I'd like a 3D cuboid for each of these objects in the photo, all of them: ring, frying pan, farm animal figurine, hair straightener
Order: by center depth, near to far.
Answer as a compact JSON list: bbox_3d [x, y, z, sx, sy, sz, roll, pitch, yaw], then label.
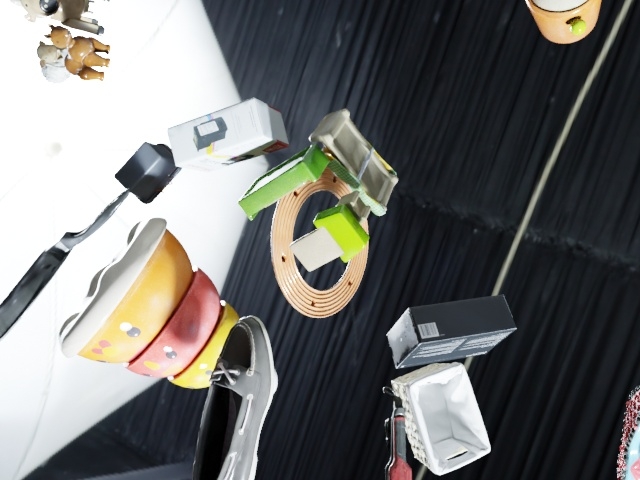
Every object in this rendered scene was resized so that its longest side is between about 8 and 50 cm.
[{"bbox_3d":[-0.436,0.047,1.056,0.053,0.326,0.197,38,-142,-19],"label":"frying pan"},{"bbox_3d":[0.124,0.373,1.155,0.047,0.230,0.089,-2,164,-8],"label":"hair straightener"},{"bbox_3d":[-0.476,-0.467,1.221,0.172,0.330,0.327,7,-176,-29],"label":"farm animal figurine"},{"bbox_3d":[0.000,0.000,1.445,0.032,0.337,0.336,1,171,39],"label":"ring"}]

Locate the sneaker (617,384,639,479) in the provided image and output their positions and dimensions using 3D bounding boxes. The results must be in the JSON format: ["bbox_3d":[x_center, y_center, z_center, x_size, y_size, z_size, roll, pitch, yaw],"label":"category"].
[{"bbox_3d":[0.663,0.394,1.301,0.125,0.262,0.104,5,-155,15],"label":"sneaker"}]

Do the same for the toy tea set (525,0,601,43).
[{"bbox_3d":[0.281,-0.407,0.882,0.336,0.200,0.124,41,-177,28],"label":"toy tea set"}]

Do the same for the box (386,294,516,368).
[{"bbox_3d":[0.322,0.229,1.655,0.261,0.103,0.184,-6,150,-17],"label":"box"}]

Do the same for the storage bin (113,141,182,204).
[{"bbox_3d":[-0.378,-0.149,1.449,0.098,0.135,0.091,45,-175,11],"label":"storage bin"}]

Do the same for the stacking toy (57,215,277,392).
[{"bbox_3d":[-0.284,0.205,1.460,0.480,0.350,0.350,36,178,-16],"label":"stacking toy"}]

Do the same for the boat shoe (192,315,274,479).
[{"bbox_3d":[-0.159,0.302,1.172,0.112,0.335,0.095,9,-177,42],"label":"boat shoe"}]

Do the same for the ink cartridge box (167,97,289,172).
[{"bbox_3d":[-0.163,-0.183,1.181,0.175,0.072,0.127,-16,176,17],"label":"ink cartridge box"}]

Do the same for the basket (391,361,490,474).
[{"bbox_3d":[0.208,0.307,1.173,0.113,0.167,0.103,-18,-179,-16],"label":"basket"}]

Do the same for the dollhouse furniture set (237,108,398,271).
[{"bbox_3d":[0.010,-0.096,1.252,0.197,0.151,0.301,52,-148,-15],"label":"dollhouse furniture set"}]
